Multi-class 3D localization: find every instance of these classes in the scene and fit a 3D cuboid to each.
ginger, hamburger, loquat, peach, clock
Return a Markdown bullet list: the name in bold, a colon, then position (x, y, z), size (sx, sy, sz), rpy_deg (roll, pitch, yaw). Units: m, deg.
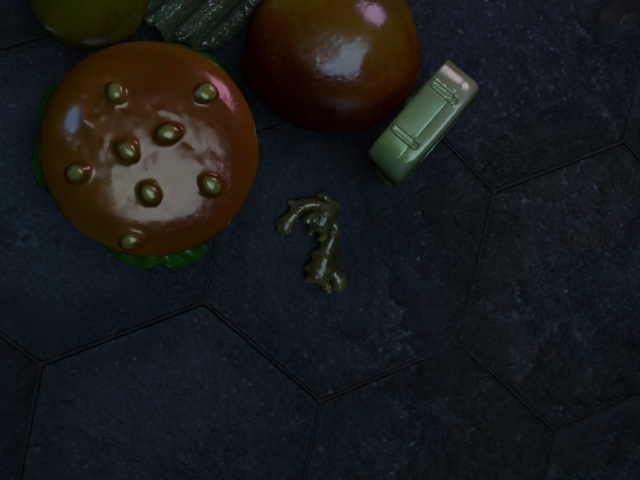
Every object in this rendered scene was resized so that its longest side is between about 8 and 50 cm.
- **ginger**: position (0.000, 0.000, 2.073), size (0.193, 0.052, 0.176), rpy_deg (28, 94, -19)
- **hamburger**: position (-0.300, -0.163, 1.799), size (0.395, 0.277, 0.396), rpy_deg (0, 88, -9)
- **loquat**: position (-0.387, -0.410, 1.733), size (0.213, 0.246, 0.213), rpy_deg (11, 51, -14)
- **peach**: position (0.013, -0.345, 1.902), size (0.332, 0.308, 0.308), rpy_deg (-7, 100, -12)
- **clock**: position (0.182, -0.207, 1.980), size (0.096, 0.308, 0.235), rpy_deg (40, 85, 2)

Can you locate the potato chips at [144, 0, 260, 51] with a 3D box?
- **potato chips**: position (-0.174, -0.556, 1.867), size (0.429, 0.070, 0.358), rpy_deg (-44, 135, -8)
